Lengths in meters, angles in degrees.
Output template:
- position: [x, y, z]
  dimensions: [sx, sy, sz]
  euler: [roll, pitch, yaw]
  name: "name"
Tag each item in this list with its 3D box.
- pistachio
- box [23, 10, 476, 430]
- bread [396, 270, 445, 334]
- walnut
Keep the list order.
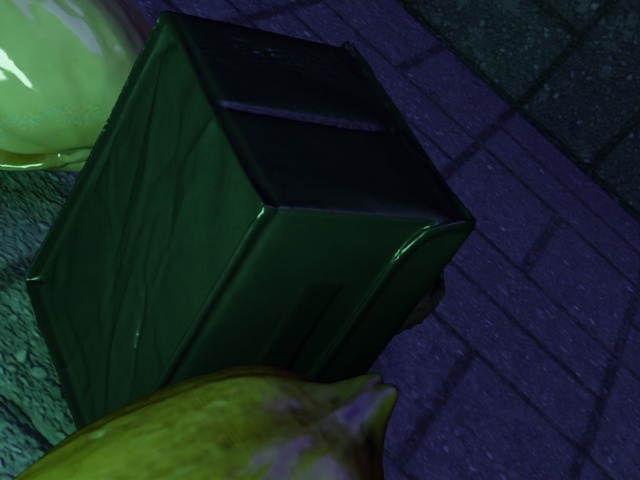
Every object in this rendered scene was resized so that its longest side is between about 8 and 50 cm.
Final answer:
- position: [-0.291, -0.188, 1.406]
  dimensions: [0.309, 0.230, 0.230]
  euler: [41, 22, -6]
  name: "pistachio"
- position: [-0.080, 0.016, 1.225]
  dimensions: [0.204, 0.345, 0.251]
  euler: [6, 41, -36]
  name: "box"
- position: [0.000, 0.000, 1.638]
  dimensions: [0.305, 0.159, 0.305]
  euler: [35, 20, -14]
  name: "bread"
- position: [-0.085, 0.195, 0.935]
  dimensions: [0.209, 0.336, 0.209]
  euler: [53, 1, -1]
  name: "walnut"
